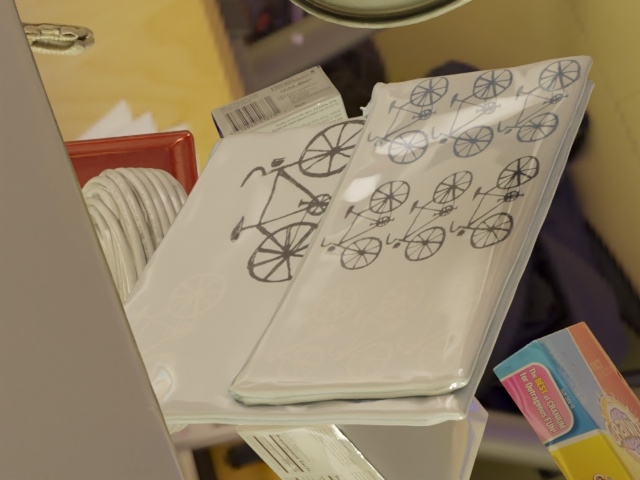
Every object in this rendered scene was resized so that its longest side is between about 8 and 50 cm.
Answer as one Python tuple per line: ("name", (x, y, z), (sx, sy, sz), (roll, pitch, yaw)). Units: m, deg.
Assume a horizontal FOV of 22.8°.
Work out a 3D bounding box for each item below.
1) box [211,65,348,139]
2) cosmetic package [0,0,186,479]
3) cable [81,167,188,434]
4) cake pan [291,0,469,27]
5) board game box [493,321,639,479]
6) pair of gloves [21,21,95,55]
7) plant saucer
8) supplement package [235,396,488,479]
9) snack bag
("box", (-0.029, -0.088, 1.630), (0.072, 0.126, 0.137), (-122, 10, -53))
("cosmetic package", (-0.185, 0.009, 0.421), (0.224, 0.138, 0.224), (-30, 77, 38))
("cable", (-0.171, 0.061, 1.457), (0.257, 0.089, 0.257), (134, 130, -60))
("cake pan", (0.039, -0.272, 0.922), (0.293, 0.054, 0.293), (-8, 77, 39))
("board game box", (0.345, 0.251, 1.853), (0.064, 0.242, 0.316), (-38, 79, 19))
("pair of gloves", (-0.404, -0.260, 1.997), (0.204, 0.240, 0.042), (-130, 45, -79))
("plant saucer", (-0.278, -0.016, 2.218), (0.048, 0.259, 0.258), (-2, 96, 48))
("supplement package", (0.057, 0.216, 1.893), (0.145, 0.204, 0.262), (-10, 133, 36))
("snack bag", (0.000, 0.000, 1.107), (0.342, 0.323, 0.037), (-6, 131, 34))
